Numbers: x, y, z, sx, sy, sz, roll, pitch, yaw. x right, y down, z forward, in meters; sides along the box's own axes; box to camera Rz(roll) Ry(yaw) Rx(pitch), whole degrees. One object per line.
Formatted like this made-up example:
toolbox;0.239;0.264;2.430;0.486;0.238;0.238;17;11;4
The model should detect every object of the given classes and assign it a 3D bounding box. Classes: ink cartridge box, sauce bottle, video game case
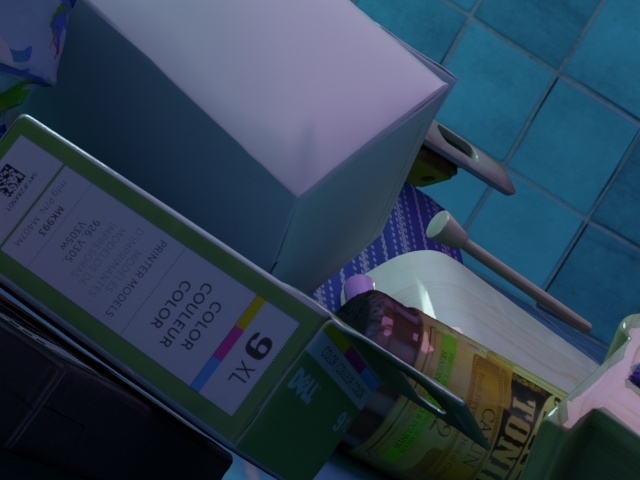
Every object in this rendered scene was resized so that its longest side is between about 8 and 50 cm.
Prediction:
ink cartridge box;-0.040;0.041;0.514;0.209;0.062;0.109;32;-10;20
sauce bottle;0.152;0.154;0.901;0.344;0.111;0.111;28;7;-15
video game case;-0.164;0.017;0.515;0.248;0.035;0.275;33;-9;13

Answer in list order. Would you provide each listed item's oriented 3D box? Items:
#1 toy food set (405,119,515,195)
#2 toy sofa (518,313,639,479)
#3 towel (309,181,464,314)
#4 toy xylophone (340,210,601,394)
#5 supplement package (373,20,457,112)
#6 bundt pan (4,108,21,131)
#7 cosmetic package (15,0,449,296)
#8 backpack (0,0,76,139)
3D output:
toy food set;0.014;-0.049;1.319;0.306;0.092;0.219;-15;-23;32
toy sofa;0.287;0.195;0.705;0.362;0.150;0.177;34;46;26
towel;0.029;0.024;1.109;0.336;0.040;0.243;26;46;-46
toy xylophone;0.158;0.108;1.064;0.322;0.081;0.236;39;22;-17
supplement package;-0.009;-0.131;1.576;0.175;0.293;0.177;24;10;-47
bundt pan;-0.377;-0.216;1.295;0.331;0.124;0.331;31;7;-4
cosmetic package;-0.111;-0.131;0.920;0.365;0.155;0.197;43;-31;12
backpack;-0.278;-0.156;0.726;0.355;0.273;0.290;-4;-22;37
